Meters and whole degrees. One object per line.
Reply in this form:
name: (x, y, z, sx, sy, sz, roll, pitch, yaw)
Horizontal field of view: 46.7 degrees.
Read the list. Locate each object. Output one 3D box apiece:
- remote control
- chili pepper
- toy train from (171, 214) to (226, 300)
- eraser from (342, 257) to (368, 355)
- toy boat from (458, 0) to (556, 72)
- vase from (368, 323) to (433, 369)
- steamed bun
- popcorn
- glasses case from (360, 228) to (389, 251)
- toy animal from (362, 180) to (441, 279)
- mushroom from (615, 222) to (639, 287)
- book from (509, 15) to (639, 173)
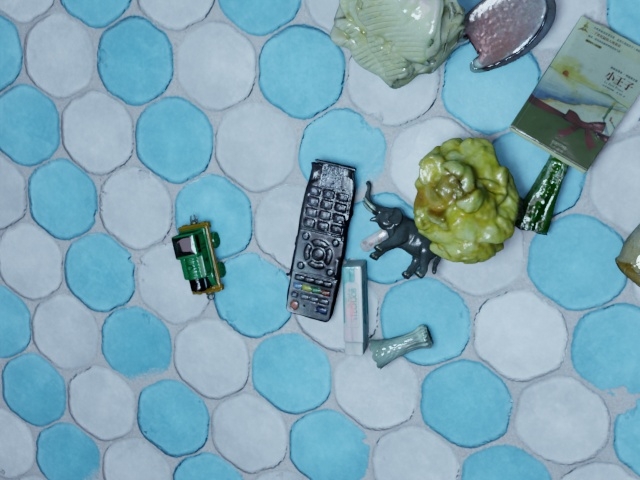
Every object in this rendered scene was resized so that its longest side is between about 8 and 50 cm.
remote control: (0.000, 0.000, 1.843, 0.144, 0.062, 0.399, 14, 105, 14)
chili pepper: (0.508, -0.128, 1.676, 0.088, 0.059, 0.227, 20, 102, 17)
toy train: (-0.315, 0.048, 1.906, 0.091, 0.136, 0.228, -9, 94, 18)
eraser: (0.088, 0.162, 1.827, 0.052, 0.095, 0.225, 1, 99, 12)
toy boat: (0.414, -0.473, 1.643, 0.227, 0.085, 0.155, -31, 81, 30)
vase: (0.201, 0.256, 1.823, 0.148, 0.081, 0.081, -23, 92, 15)
steamed bun: (0.182, -0.503, 1.624, 0.280, 0.207, 0.268, 39, 151, 2)
popcorn: (0.319, -0.088, 1.658, 0.215, 0.252, 0.286, -12, 87, 58)
glasses case: (0.135, -0.001, 1.824, 0.083, 0.021, 0.032, -32, 91, 18)
toy animal: (0.173, -0.013, 1.765, 0.269, 0.082, 0.137, 40, 73, 8)
mushroom: (0.754, -0.061, 1.597, 0.122, 0.095, 0.351, 28, 105, 28)
book: (0.574, -0.317, 1.618, 0.201, 0.026, 0.289, 32, 97, 10)
